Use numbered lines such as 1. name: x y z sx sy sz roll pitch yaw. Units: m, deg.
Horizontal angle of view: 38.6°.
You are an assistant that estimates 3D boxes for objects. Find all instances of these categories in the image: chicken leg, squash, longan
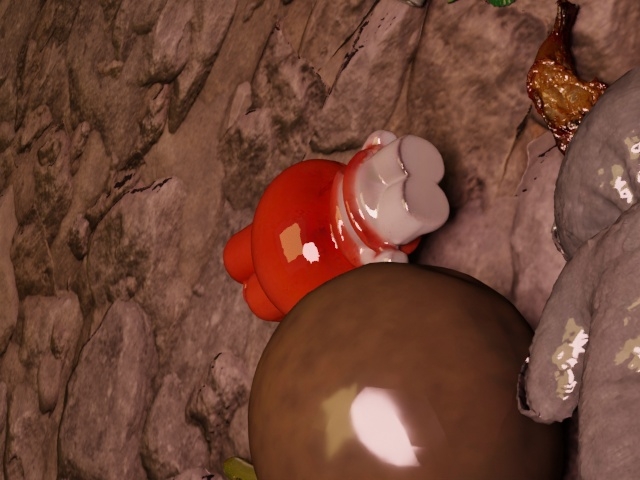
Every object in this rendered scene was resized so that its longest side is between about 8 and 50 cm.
1. chicken leg: 0.194 -0.127 0.722 0.062 0.037 0.145 -23 58 19
2. squash: -0.071 0.238 0.922 0.083 0.027 0.028 6 82 53
3. longan: 0.057 0.140 0.652 0.248 0.248 0.248 -22 61 45

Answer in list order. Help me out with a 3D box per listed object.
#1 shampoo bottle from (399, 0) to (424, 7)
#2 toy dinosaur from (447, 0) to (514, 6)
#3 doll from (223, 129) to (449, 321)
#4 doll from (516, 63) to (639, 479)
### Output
1. shampoo bottle: 0.114 -0.325 0.877 0.056 0.056 0.195 36 104 51
2. toy dinosaur: 0.154 -0.235 0.821 0.119 0.029 0.061 -26 75 47
3. doll: 0.000 0.000 0.841 0.290 0.129 0.161 -31 56 48
4. doll: 0.220 0.035 0.512 0.246 0.158 0.341 -43 29 35
